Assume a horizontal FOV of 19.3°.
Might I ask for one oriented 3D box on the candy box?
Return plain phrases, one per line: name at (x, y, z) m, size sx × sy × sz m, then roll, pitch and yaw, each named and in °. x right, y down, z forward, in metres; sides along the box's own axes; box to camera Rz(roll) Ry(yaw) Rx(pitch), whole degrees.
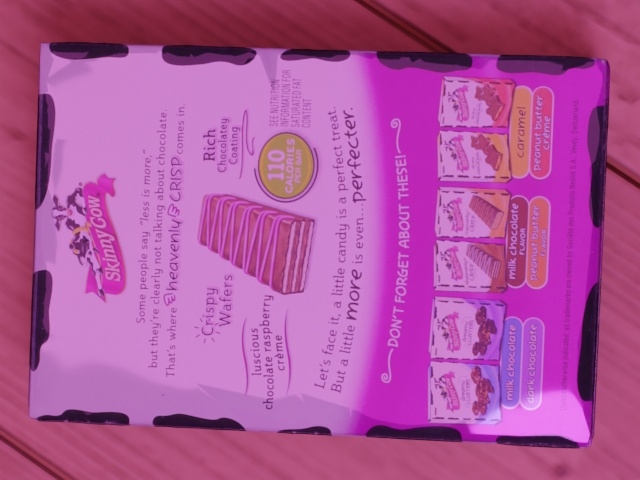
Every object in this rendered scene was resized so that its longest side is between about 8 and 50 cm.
candy box at (0.000, 0.000, 0.790) m, size 0.233 × 0.071 × 0.159 m, roll 3°, pitch 91°, yaw 5°
